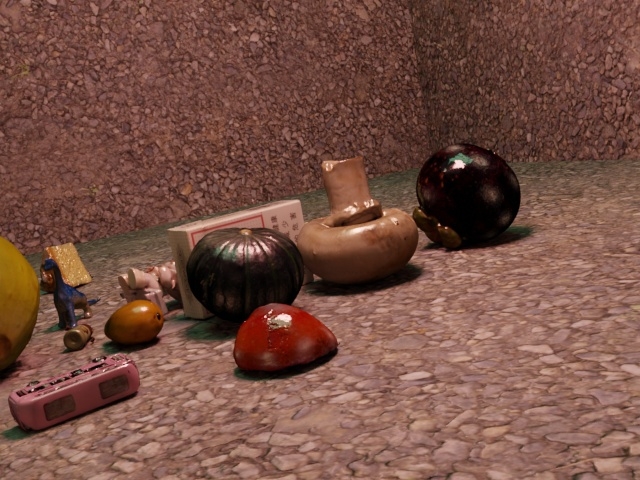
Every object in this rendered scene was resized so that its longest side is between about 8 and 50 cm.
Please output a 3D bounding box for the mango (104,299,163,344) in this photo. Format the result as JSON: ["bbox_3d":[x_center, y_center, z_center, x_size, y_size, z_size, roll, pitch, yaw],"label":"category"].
[{"bbox_3d":[-0.393,0.173,1.639,0.111,0.089,0.163,-16,3,-27],"label":"mango"}]

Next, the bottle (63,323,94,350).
[{"bbox_3d":[-0.528,0.206,1.708,0.047,0.063,0.101,-38,6,3],"label":"bottle"}]

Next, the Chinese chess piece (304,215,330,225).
[{"bbox_3d":[0.000,0.000,2.215,0.250,0.103,0.250,-11,10,2],"label":"Chinese chess piece"}]

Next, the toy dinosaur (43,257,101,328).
[{"bbox_3d":[-0.617,0.116,1.931,0.075,0.188,0.247,-1,9,9],"label":"toy dinosaur"}]

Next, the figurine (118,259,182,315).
[{"bbox_3d":[-0.349,0.106,1.897,0.257,0.144,0.182,-22,-6,-42],"label":"figurine"}]

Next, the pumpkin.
[{"bbox_3d":[-0.160,0.074,1.648,0.250,0.216,0.250,7,37,-5],"label":"pumpkin"}]

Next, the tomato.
[{"bbox_3d":[-0.063,0.156,1.340,0.173,0.099,0.189,-7,8,32],"label":"tomato"}]

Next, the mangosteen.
[{"bbox_3d":[0.376,-0.112,2.038,0.288,0.288,0.288,-10,9,2],"label":"mangosteen"}]

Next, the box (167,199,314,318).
[{"bbox_3d":[-0.181,0.037,1.839,0.330,0.210,0.095,-18,12,-39],"label":"box"}]

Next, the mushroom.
[{"bbox_3d":[0.085,-0.049,1.820,0.293,0.290,0.292,-8,9,1],"label":"mushroom"}]

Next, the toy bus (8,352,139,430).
[{"bbox_3d":[-0.398,0.247,1.275,0.203,0.063,0.090,-19,16,-34],"label":"toy bus"}]

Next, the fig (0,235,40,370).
[{"bbox_3d":[-0.727,0.135,1.578,0.343,0.343,0.343,-10,9,2],"label":"fig"}]

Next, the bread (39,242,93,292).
[{"bbox_3d":[-0.813,0.086,2.469,0.127,0.152,0.147,5,15,22],"label":"bread"}]
